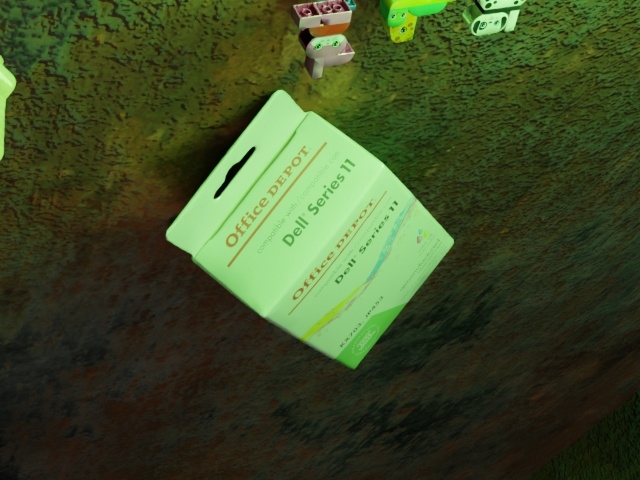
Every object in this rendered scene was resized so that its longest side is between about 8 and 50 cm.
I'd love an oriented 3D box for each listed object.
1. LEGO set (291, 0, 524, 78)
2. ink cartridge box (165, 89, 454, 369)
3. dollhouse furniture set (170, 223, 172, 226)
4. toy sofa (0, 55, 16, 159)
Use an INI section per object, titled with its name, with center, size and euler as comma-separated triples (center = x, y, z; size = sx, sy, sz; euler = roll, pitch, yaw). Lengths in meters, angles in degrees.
[LEGO set]
center = 0.066, -0.202, 1.161
size = 0.227, 0.087, 0.093
euler = -12, 140, -20
[ink cartridge box]
center = 0.000, 0.000, 1.415
size = 0.207, 0.119, 0.353
euler = -52, 153, 0
[dollhouse furniture set]
center = -0.103, -0.034, 1.487
size = 0.114, 0.091, 0.081
euler = -22, 128, -63
[toy sofa]
center = -0.418, -0.060, 0.991
size = 0.362, 0.177, 0.150
euler = -33, 125, 14
